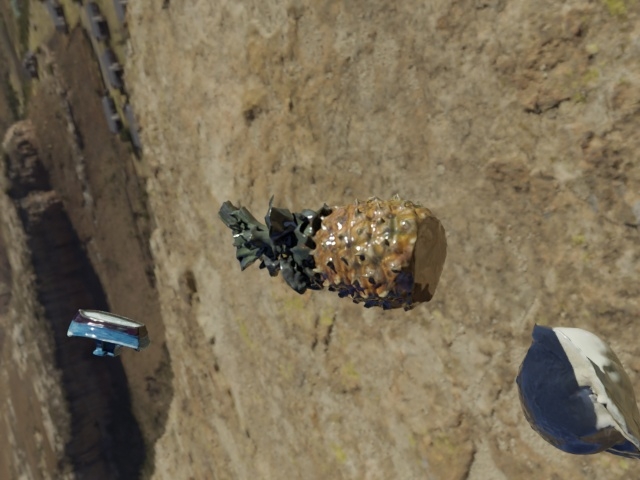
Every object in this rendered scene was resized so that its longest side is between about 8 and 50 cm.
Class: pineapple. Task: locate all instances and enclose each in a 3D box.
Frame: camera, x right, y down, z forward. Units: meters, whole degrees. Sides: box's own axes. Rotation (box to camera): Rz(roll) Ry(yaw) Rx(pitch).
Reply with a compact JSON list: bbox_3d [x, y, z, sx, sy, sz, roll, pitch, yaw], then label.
[{"bbox_3d":[0.000,0.000,0.942,0.310,0.141,0.170,8,152,30],"label":"pineapple"}]

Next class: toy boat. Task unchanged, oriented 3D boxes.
[{"bbox_3d":[-0.323,0.145,1.090,0.137,0.060,0.061,11,100,14],"label":"toy boat"}]

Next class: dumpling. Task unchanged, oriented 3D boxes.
[{"bbox_3d":[0.381,0.237,1.032,0.175,0.243,0.227,-59,42,18],"label":"dumpling"}]
